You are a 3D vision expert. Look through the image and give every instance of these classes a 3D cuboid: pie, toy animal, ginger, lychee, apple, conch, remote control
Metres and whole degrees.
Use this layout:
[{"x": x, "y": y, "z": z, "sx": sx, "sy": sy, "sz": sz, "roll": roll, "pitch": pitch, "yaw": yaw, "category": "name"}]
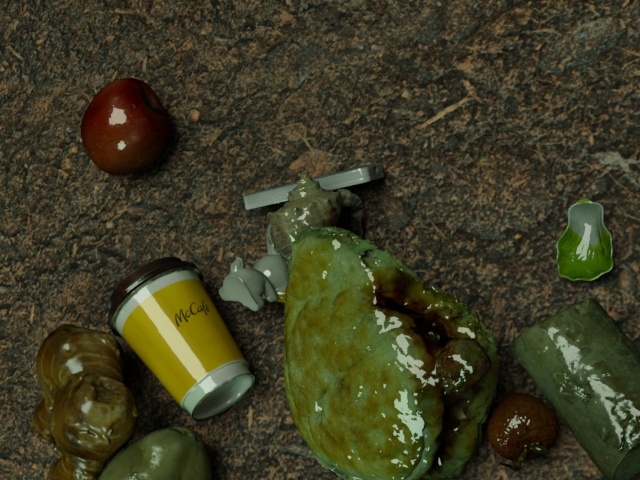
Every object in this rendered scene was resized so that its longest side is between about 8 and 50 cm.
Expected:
[{"x": 0.077, "y": 0.190, "z": 1.630, "sx": 0.418, "sy": 0.180, "sz": 0.395, "roll": 39, "pitch": 128, "yaw": 33, "category": "pie"}, {"x": -0.082, "y": 0.049, "z": 1.848, "sx": 0.131, "sy": 0.182, "sz": 0.127, "roll": 10, "pitch": 119, "yaw": 39, "category": "toy animal"}, {"x": -0.434, "y": 0.293, "z": 1.875, "sx": 0.357, "sy": 0.153, "sz": 0.274, "roll": -121, "pitch": 40, "yaw": -48, "category": "ginger"}, {"x": 0.301, "y": 0.294, "z": 1.559, "sx": 0.115, "sy": 0.101, "sz": 0.140, "roll": 11, "pitch": 59, "yaw": -10, "category": "lychee"}, {"x": -0.392, "y": -0.229, "z": 2.064, "sx": 0.169, "sy": 0.181, "sz": 0.180, "roll": -27, "pitch": 62, "yaw": 17, "category": "apple"}, {"x": 0.000, "y": 0.000, "z": 1.785, "sx": 0.178, "sy": 0.163, "sz": 0.245, "roll": -11, "pitch": 102, "yaw": -12, "category": "conch"}, {"x": -0.013, "y": -0.098, "z": 1.867, "sx": 0.250, "sy": 0.103, "sz": 0.034, "roll": -13, "pitch": 94, "yaw": 22, "category": "remote control"}]

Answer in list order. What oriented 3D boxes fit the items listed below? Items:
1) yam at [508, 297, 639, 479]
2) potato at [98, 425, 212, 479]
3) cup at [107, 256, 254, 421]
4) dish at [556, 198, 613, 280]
[{"x": 0.407, "y": 0.210, "z": 1.506, "sx": 0.161, "sy": 0.161, "sz": 0.268, "roll": -38, "pitch": 59, "yaw": 10, "category": "yam"}, {"x": -0.285, "y": 0.428, "z": 1.771, "sx": 0.160, "sy": 0.178, "sz": 0.235, "roll": 24, "pitch": 83, "yaw": 43, "category": "potato"}, {"x": -0.247, "y": 0.175, "z": 1.844, "sx": 0.196, "sy": 0.196, "sz": 0.279, "roll": -42, "pitch": 66, "yaw": 8, "category": "cup"}, {"x": 0.427, "y": 0.004, "z": 1.644, "sx": 0.091, "sy": 0.039, "sz": 0.137, "roll": -5, "pitch": 69, "yaw": 31, "category": "dish"}]
